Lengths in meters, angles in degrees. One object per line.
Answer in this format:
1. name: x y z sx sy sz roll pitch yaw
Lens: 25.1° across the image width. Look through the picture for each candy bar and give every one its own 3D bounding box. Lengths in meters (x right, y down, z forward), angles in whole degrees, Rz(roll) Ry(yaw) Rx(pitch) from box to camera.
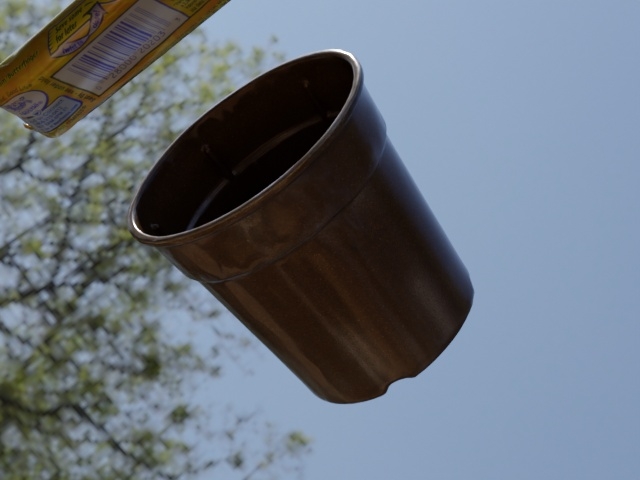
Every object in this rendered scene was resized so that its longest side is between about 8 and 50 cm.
1. candy bar: -0.030 -0.078 0.378 0.161 0.040 0.018 -36 -119 21

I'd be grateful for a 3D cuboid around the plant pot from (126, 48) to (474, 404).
1. plant pot: 0.000 0.000 0.870 0.167 0.167 0.165 -8 -51 48
